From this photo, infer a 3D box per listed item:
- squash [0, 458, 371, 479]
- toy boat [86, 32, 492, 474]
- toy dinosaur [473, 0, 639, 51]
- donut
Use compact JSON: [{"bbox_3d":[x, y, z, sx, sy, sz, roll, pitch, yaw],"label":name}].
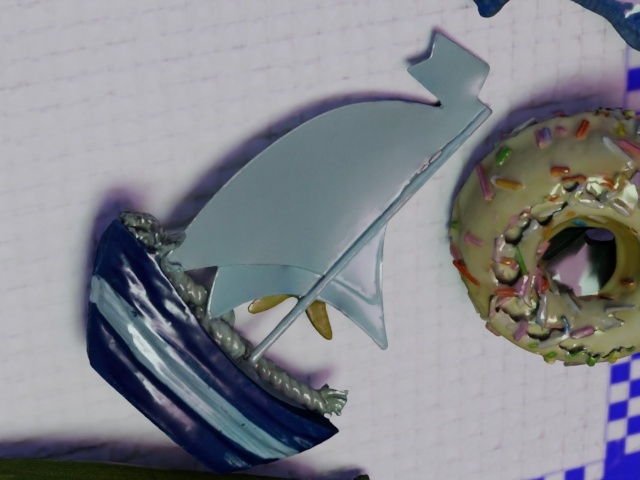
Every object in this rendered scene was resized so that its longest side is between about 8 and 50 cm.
[{"bbox_3d":[-0.099,0.168,1.200,0.318,0.080,0.071,4,132,-26],"label":"squash"},{"bbox_3d":[0.000,0.000,1.169,0.291,0.067,0.220,-45,124,1],"label":"toy boat"},{"bbox_3d":[0.227,-0.172,1.170,0.247,0.075,0.188,-41,123,9],"label":"toy dinosaur"},{"bbox_3d":[0.163,0.004,1.209,0.174,0.068,0.175,1,122,1],"label":"donut"}]
